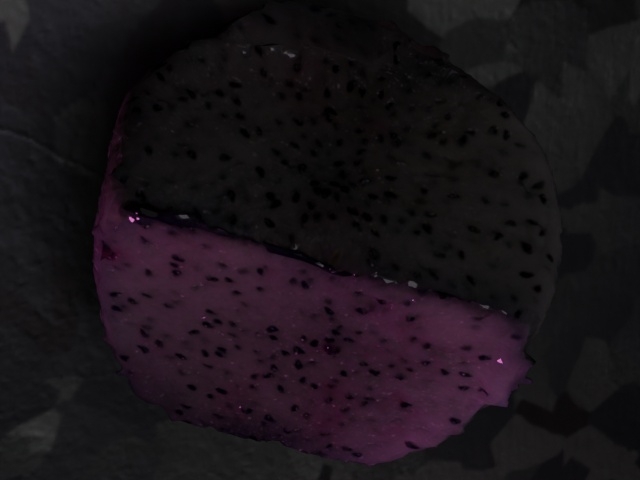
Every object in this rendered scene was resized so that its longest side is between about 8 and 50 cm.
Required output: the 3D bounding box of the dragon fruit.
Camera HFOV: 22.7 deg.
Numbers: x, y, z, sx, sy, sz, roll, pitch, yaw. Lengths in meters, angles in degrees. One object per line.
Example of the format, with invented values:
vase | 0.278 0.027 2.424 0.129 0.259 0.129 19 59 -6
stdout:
dragon fruit | 0.000 0.000 1.030 0.282 0.204 0.221 16 138 -2
